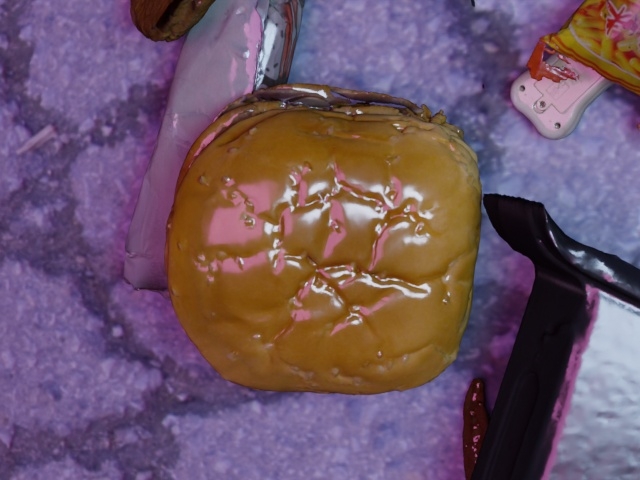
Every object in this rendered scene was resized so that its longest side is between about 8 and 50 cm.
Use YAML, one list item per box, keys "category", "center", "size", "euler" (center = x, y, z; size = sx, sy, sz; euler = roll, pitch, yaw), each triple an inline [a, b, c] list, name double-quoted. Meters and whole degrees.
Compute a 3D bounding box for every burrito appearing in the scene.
- category: "burrito"
  center: [-0.097, -0.137, 1.152]
  size: [0.139, 0.101, 0.445]
  euler: [27, 106, 36]

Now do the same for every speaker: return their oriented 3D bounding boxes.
- category: "speaker"
  center: [0.193, 0.171, 0.978]
  size: [0.184, 0.180, 0.388]
  euler: [15, 92, -13]

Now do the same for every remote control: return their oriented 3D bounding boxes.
- category: "remote control"
  center: [0.236, -0.153, 1.050]
  size: [0.122, 0.032, 0.074]
  euler: [-44, 79, 21]

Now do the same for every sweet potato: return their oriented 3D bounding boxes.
- category: "sweet potato"
  center: [0.171, 0.242, 1.116]
  size: [0.050, 0.050, 0.214]
  euler: [-21, 85, 23]

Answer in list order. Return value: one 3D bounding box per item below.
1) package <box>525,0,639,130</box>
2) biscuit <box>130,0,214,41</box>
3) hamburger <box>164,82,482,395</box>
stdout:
- category: "package"
  center: [0.337, -0.210, 0.951]
  size: [0.223, 0.108, 0.288]
  euler: [30, 104, 3]
- category: "biscuit"
  center: [-0.127, -0.299, 1.122]
  size: [0.226, 0.042, 0.226]
  euler: [-35, 47, 48]
- category: "hamburger"
  center: [0.000, 0.000, 1.060]
  size: [0.319, 0.158, 0.318]
  euler: [-1, 102, -3]
